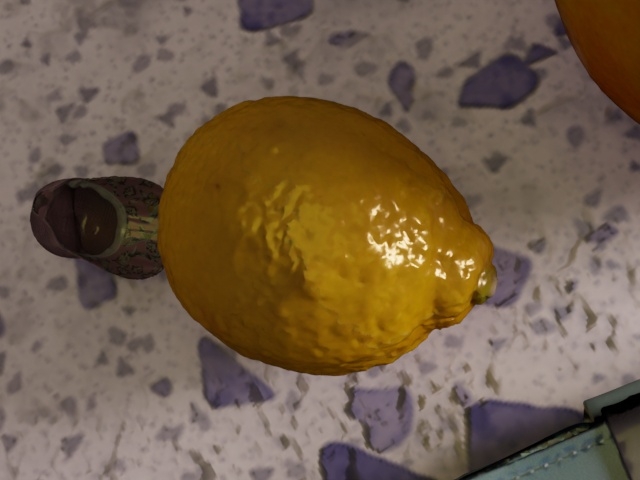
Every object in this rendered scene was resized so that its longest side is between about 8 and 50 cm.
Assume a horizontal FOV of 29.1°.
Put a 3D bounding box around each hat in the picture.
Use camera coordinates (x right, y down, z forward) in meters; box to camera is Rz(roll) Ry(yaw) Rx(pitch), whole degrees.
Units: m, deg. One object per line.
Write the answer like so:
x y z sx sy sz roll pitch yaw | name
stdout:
-0.126 -0.008 0.715 0.087 0.042 0.058 8 83 -22 | hat

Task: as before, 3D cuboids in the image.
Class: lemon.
0.000 0.000 0.633 0.187 0.142 0.142 16 83 19 | lemon

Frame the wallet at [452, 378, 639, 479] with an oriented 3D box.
0.195 0.148 0.601 0.250 0.075 0.176 -24 79 5 | wallet

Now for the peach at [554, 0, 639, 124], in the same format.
0.239 -0.179 0.563 0.289 0.289 0.308 -26 37 5 | peach
